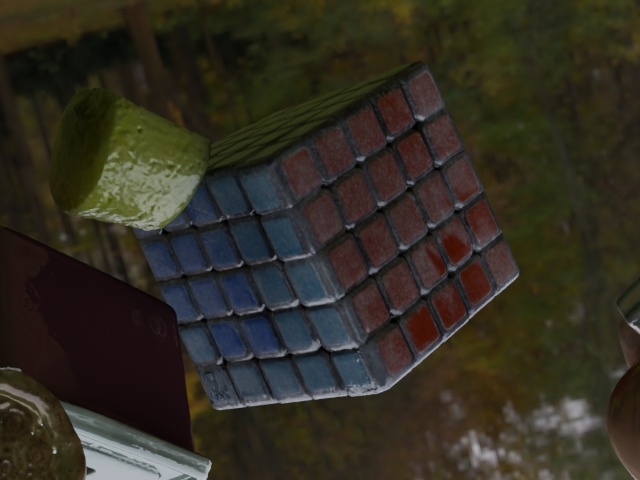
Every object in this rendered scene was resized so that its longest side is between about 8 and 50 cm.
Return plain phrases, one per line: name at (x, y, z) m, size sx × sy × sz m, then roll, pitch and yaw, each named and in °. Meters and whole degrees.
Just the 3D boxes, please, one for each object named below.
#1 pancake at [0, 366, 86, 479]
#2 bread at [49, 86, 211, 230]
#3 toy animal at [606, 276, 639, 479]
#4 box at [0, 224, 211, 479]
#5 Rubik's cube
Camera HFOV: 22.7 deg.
pancake at (-0.166, 0.117, 0.817) m, size 0.011 × 0.115 × 0.115 m, roll -15°, pitch -173°, yaw 41°
bread at (-0.168, -0.067, 1.355) m, size 0.114 × 0.111 × 0.129 m, roll 16°, pitch -175°, yaw -26°
toy animal at (0.297, 0.105, 1.100) m, size 0.195 × 0.213 × 0.256 m, roll -44°, pitch 159°, yaw 22°
box at (-0.238, 0.115, 1.299) m, size 0.193 × 0.167 × 0.294 m, roll -20°, pitch 151°, yaw 26°
Rubik's cube at (0.000, 0.000, 1.482) m, size 0.237 × 0.237 × 0.238 m, roll -14°, pitch -166°, yaw 47°
